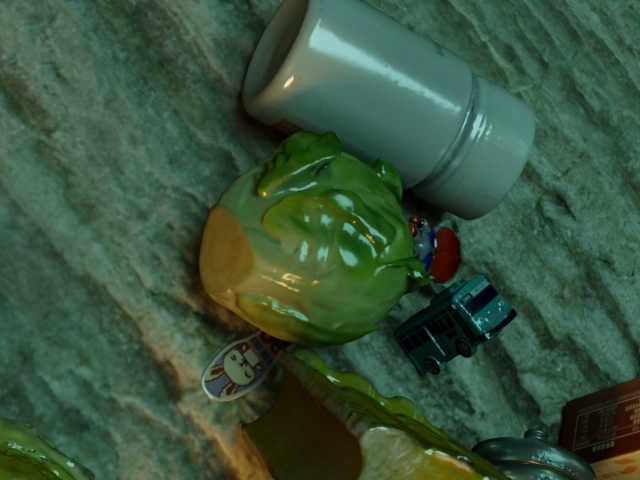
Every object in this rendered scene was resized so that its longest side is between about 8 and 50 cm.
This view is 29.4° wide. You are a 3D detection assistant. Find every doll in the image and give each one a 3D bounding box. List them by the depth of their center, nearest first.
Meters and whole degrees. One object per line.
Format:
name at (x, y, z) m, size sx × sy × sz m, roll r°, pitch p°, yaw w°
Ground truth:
doll at (0.156, 0.018, 1.696) m, size 0.194 × 0.062 × 0.104 m, roll 20°, pitch 57°, yaw -59°

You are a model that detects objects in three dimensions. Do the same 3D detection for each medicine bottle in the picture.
medicine bottle at (0.096, -0.189, 1.684) m, size 0.371 × 0.211 × 0.211 m, roll 26°, pitch 58°, yaw -21°

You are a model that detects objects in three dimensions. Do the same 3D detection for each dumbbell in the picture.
dumbbell at (0.241, 0.424, 1.533) m, size 0.179 × 0.179 × 0.406 m, roll 28°, pitch 57°, yaw -19°

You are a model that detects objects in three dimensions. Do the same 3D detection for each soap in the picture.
soap at (0.089, 0.270, 1.400) m, size 0.293 × 0.335 × 0.156 m, roll 33°, pitch 87°, yaw -21°

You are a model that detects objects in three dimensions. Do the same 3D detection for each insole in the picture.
insole at (-0.078, 0.143, 1.561) m, size 0.197 × 0.004 × 0.065 m, roll -36°, pitch 91°, yaw -37°

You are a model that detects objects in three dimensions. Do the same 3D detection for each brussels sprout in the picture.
brussels sprout at (-0.001, 0.000, 1.527) m, size 0.294 × 0.227 × 0.259 m, roll -9°, pitch 51°, yaw -32°

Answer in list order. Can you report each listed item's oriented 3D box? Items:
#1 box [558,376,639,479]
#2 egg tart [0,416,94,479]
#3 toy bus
box at (0.580, 0.299, 1.667) m, size 0.344 × 0.385 × 0.122 m, roll 28°, pitch 58°, yaw -19°
egg tart at (-0.349, 0.347, 1.212) m, size 0.388 × 0.169 × 0.388 m, roll 10°, pitch 65°, yaw -24°
toy bus at (0.179, 0.112, 1.637) m, size 0.079 × 0.160 × 0.092 m, roll -35°, pitch 88°, yaw -37°
